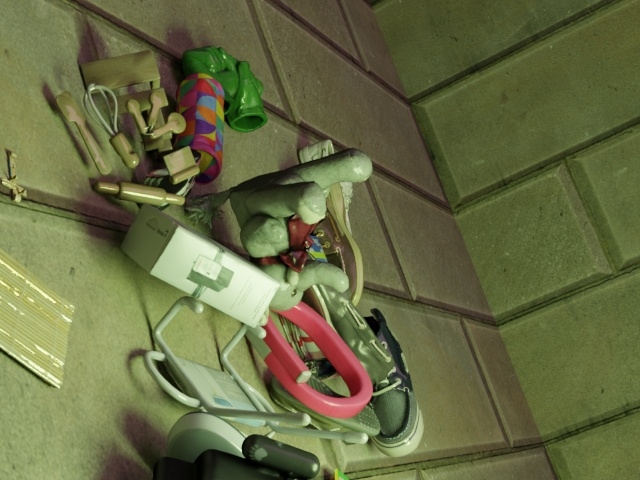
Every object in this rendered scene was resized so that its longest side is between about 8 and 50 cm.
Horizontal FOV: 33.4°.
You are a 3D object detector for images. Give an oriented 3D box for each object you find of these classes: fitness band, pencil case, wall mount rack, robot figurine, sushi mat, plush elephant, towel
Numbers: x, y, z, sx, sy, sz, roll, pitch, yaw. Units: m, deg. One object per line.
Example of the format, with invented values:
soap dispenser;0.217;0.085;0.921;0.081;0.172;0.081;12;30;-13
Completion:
fitness band;-0.022;0.204;1.962;0.209;0.054;0.291;6;37;-51
pencil case;-0.230;-0.211;2.011;0.104;0.104;0.236;50;25;-37
wall mount rack;-0.101;0.229;1.646;0.304;0.130;0.350;46;8;31
robot figurine;-0.099;0.377;1.413;0.278;0.209;0.174;20;52;-12
sushi mat;-0.419;0.049;1.314;0.316;0.019;0.151;48;26;-40
plush elephant;-0.062;0.015;1.895;0.272;0.329;0.256;-49;124;-64
towel;-0.032;0.130;2.204;0.329;0.037;0.237;68;18;8

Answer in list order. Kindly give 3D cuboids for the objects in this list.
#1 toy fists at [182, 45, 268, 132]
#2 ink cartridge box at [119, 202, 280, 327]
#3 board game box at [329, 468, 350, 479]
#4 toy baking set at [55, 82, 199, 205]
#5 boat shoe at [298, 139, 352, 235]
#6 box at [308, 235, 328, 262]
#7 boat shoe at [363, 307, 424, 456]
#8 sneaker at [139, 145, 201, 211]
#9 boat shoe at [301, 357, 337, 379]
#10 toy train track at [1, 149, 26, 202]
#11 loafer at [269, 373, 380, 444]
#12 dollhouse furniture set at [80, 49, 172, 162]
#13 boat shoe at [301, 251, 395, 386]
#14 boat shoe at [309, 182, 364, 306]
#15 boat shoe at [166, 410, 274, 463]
toy fists;-0.199;-0.327;2.243;0.279;0.096;0.142;12;53;-65
ink cartridge box;-0.189;0.038;1.657;0.208;0.087;0.153;32;-2;-31
board game box;0.086;0.543;2.004;0.259;0.039;0.124;54;21;-36
toy baking set;-0.311;-0.154;1.725;0.256;0.030;0.197;3;73;-40
boat shoe;0.032;-0.119;2.585;0.098;0.096;0.277;17;51;-66
box;-0.013;0.058;2.241;0.178;0.042;0.109;67;16;10
boat shoe;0.125;0.293;2.271;0.341;0.127;0.158;-103;168;-56
sneaker;-0.254;-0.088;1.843;0.178;0.072;0.077;-53;157;-51
boat shoe;-0.019;0.244;2.027;0.142;0.040;0.049;-1;68;-46
toy train track;-0.422;-0.091;1.482;0.048;0.014;0.083;36;34;-55
loafer;-0.002;0.321;1.972;0.251;0.087;0.094;32;26;-29
dollhouse furniture set;-0.335;-0.220;1.854;0.151;0.123;0.144;112;-38;-67
boat shoe;0.043;0.146;2.124;0.335;0.095;0.112;63;-18;-19
boat shoe;0.000;0.000;2.368;0.123;0.123;0.342;6;62;-35
boat shoe;-0.105;0.346;1.594;0.367;0.135;0.156;56;21;-33
